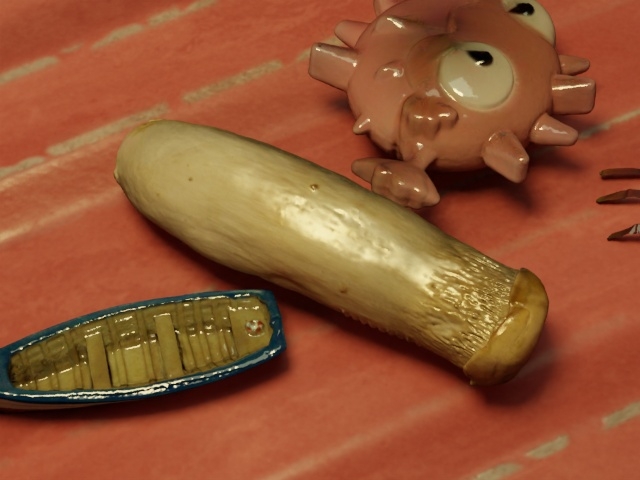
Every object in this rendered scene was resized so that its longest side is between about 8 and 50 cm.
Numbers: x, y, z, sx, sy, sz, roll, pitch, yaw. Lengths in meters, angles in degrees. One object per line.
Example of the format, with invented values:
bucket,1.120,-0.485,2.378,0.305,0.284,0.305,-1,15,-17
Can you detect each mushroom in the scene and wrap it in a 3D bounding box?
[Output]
mushroom,0.000,0.000,1.205,0.351,0.123,0.095,27,90,21

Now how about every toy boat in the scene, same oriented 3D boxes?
toy boat,-0.137,0.084,1.191,0.229,0.046,0.080,-13,55,-5

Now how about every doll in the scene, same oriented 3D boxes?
doll,0.097,-0.116,1.287,0.211,0.093,0.262,21,47,16

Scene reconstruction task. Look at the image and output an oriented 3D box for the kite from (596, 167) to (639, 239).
kite,0.319,-0.021,1.260,0.229,0.016,0.127,0,51,3
